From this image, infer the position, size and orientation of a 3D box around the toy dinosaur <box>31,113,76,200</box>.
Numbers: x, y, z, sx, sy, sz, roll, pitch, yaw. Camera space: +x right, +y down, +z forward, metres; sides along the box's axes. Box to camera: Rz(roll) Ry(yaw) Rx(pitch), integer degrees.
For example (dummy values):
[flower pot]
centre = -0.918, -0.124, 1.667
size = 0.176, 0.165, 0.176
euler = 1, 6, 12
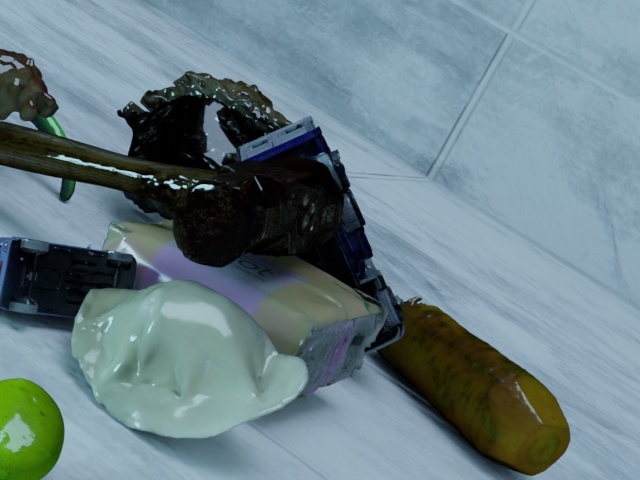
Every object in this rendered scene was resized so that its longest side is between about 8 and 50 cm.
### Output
[toy dinosaur]
centre = -0.544, -0.229, 1.724
size = 0.374, 0.144, 0.500
euler = -19, 73, -23

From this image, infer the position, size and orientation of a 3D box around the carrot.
[carrot]
centre = 0.178, 0.169, 1.726
size = 0.114, 0.114, 0.302
euler = 18, 16, -41

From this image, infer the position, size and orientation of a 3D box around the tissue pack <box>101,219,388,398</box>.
[tissue pack]
centre = -0.087, 0.069, 1.506
size = 0.256, 0.123, 0.215
euler = 25, 12, 21

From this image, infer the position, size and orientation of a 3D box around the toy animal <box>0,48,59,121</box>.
[toy animal]
centre = -0.455, -0.196, 1.651
size = 0.312, 0.097, 0.158
euler = 25, 50, -18

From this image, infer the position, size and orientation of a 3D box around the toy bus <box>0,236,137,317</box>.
[toy bus]
centre = -0.254, 0.035, 1.368
size = 0.076, 0.073, 0.167
euler = 9, -2, 37

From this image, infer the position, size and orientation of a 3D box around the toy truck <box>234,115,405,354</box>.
[toy truck]
centre = 0.000, 0.000, 1.688
size = 0.155, 0.124, 0.268
euler = -106, 173, -72

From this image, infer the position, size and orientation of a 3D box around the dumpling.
[dumpling]
centre = -0.136, 0.108, 1.291
size = 0.216, 0.126, 0.166
euler = 43, 41, 6

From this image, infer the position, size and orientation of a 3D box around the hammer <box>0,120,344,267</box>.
[hammer]
centre = -0.191, -0.071, 1.504
size = 0.408, 0.095, 0.242
euler = 16, 12, 22

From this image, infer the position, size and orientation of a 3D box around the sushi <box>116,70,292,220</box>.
[sushi]
centre = -0.127, -0.119, 1.842
size = 0.225, 0.219, 0.238
euler = -4, -40, 47

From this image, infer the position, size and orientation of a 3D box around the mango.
[mango]
centre = -0.226, 0.144, 1.054
size = 0.073, 0.056, 0.108
euler = 22, 26, -12
